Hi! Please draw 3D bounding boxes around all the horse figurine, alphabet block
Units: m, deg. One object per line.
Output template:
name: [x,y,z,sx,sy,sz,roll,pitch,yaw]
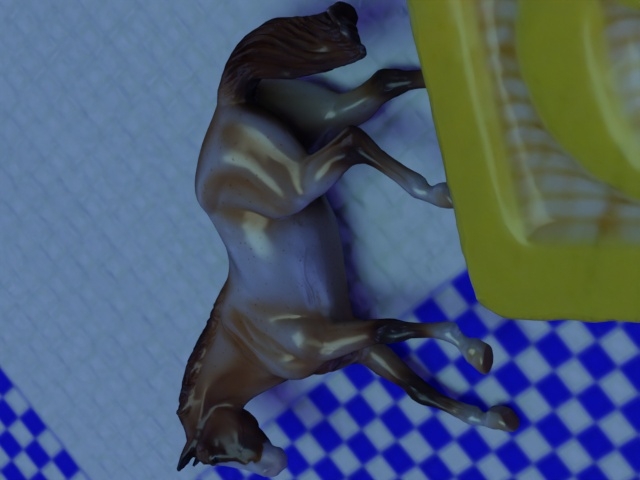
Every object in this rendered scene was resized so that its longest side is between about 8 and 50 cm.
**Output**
horse figurine: [0.000,0.000,0.939,0.174,0.066,0.263,7,120,28]
alphabet block: [0.159,-0.094,0.676,0.193,0.197,0.192,-2,113,37]
